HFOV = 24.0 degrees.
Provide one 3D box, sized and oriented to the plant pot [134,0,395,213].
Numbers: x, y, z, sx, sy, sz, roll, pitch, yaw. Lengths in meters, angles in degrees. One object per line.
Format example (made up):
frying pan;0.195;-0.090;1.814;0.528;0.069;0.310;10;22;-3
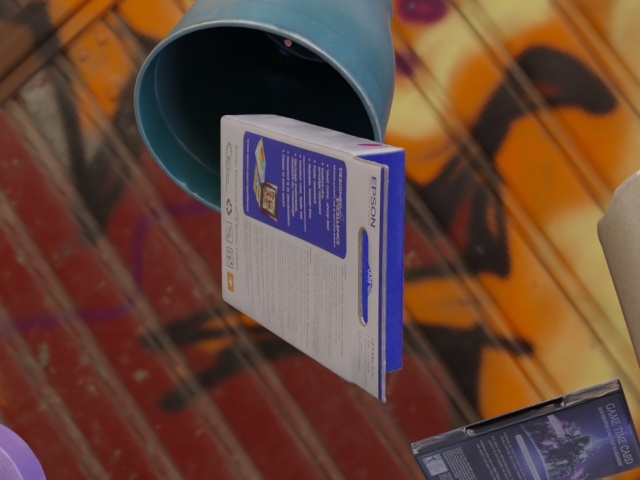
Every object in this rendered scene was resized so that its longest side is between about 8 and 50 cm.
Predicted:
plant pot;-0.033;-0.196;1.663;0.271;0.272;0.255;45;41;-21

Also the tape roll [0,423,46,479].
tape roll;-0.378;0.275;1.540;0.189;0.189;0.080;53;3;2

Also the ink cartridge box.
ink cartridge box;0.000;0.000;1.233;0.069;0.175;0.371;-3;11;-19

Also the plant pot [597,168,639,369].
plant pot;0.470;0.065;1.705;0.334;0.334;0.305;30;32;-49

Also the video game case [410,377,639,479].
video game case;0.273;0.278;1.950;0.196;0.274;0.026;62;11;-48
